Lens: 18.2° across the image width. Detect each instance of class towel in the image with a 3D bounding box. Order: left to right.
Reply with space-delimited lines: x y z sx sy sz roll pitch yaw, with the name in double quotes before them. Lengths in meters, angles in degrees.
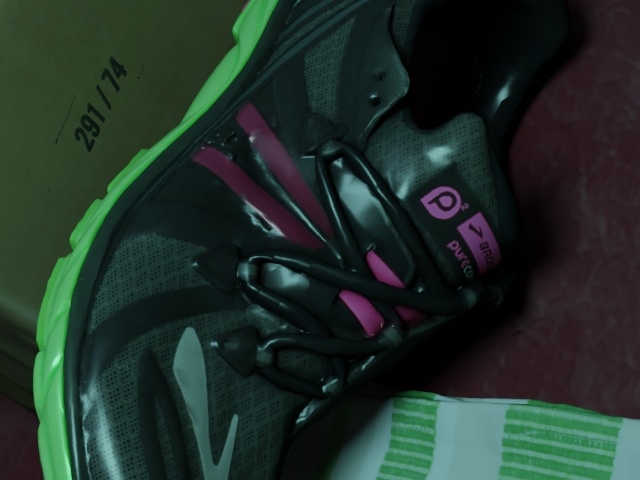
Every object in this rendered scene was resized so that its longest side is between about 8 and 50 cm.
"towel" 0.042 0.192 1.099 0.325 0.038 0.248 4 67 41

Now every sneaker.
"sneaker" 0.000 0.000 1.119 0.202 0.185 0.483 2 56 39

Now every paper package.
"paper package" -0.165 -0.080 1.247 0.168 0.309 0.325 1 65 37
